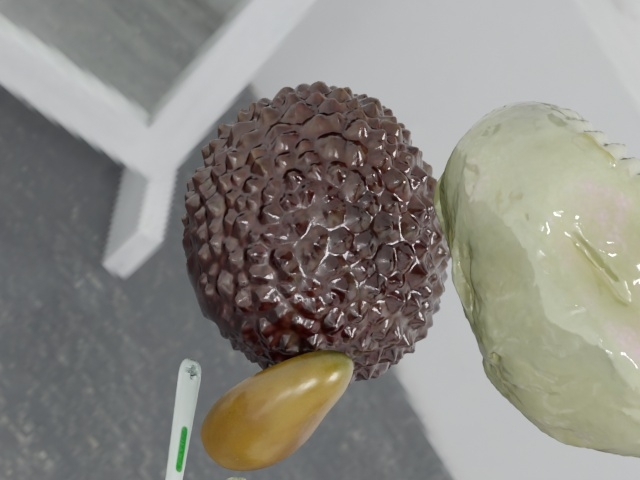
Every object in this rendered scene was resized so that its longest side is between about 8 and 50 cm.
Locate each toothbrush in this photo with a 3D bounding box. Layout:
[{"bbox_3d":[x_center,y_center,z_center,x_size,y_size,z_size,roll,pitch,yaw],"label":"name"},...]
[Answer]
[{"bbox_3d":[-0.147,0.253,1.532,0.030,0.030,0.304,24,61,-31],"label":"toothbrush"}]

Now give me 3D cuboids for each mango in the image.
[{"bbox_3d":[-0.043,0.168,1.609,0.102,0.184,0.084,6,56,-49],"label":"mango"}]

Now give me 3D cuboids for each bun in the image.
[{"bbox_3d":[0.221,0.042,1.339,0.361,0.213,0.361,42,9,-8],"label":"bun"}]

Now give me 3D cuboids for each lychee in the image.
[{"bbox_3d":[0.000,0.000,1.738,0.306,0.330,0.306,13,27,-7],"label":"lychee"}]

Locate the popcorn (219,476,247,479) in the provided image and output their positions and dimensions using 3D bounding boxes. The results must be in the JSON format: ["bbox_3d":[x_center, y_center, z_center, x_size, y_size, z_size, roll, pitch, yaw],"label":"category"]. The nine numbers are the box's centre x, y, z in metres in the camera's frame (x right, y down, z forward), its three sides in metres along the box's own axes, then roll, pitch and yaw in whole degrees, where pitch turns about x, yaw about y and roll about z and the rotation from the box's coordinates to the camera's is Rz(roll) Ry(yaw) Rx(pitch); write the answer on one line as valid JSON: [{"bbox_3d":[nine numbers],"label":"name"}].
[{"bbox_3d":[-0.095,0.344,1.940,0.125,0.126,0.145,57,22,14],"label":"popcorn"}]
